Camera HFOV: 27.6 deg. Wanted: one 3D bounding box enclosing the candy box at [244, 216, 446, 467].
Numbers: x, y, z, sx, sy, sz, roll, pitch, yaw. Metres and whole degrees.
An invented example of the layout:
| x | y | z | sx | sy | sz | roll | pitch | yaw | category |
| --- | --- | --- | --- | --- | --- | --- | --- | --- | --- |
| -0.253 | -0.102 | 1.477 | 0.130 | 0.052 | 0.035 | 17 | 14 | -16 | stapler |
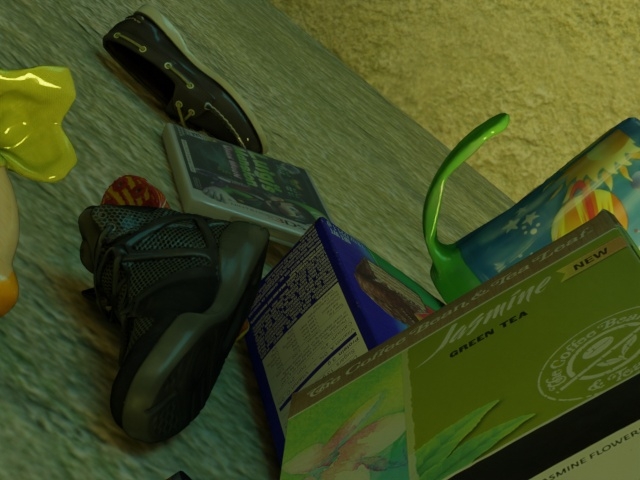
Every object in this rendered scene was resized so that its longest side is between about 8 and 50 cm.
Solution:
| x | y | z | sx | sy | sz | roll | pitch | yaw | category |
| --- | --- | --- | --- | --- | --- | --- | --- | --- | --- |
| 0.091 | 0.153 | 0.995 | 0.268 | 0.122 | 0.317 | 34 | 16 | -26 | candy box |

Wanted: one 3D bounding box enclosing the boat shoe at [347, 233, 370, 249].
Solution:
| x | y | z | sx | sy | sz | roll | pitch | yaw | category |
| --- | --- | --- | --- | --- | --- | --- | --- | --- | --- |
| 0.000 | 0.000 | 1.410 | 0.125 | 0.046 | 0.038 | 28 | -32 | 16 | boat shoe |

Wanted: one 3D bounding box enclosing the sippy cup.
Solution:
| x | y | z | sx | sy | sz | roll | pitch | yaw | category |
| --- | --- | --- | --- | --- | --- | --- | --- | --- | --- |
| 0.252 | 0.025 | 1.125 | 0.305 | 0.224 | 0.240 | 33 | 14 | -41 | sippy cup |

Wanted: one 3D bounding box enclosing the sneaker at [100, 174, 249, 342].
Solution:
| x | y | z | sx | sy | sz | roll | pitch | yaw | category |
| --- | --- | --- | --- | --- | --- | --- | --- | --- | --- |
| -0.121 | 0.019 | 1.032 | 0.175 | 0.064 | 0.067 | 55 | 4 | 27 | sneaker |

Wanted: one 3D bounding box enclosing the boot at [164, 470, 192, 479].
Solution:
| x | y | z | sx | sy | sz | roll | pitch | yaw | category |
| --- | --- | --- | --- | --- | --- | --- | --- | --- | --- |
| -0.062 | 0.202 | 0.592 | 0.219 | 0.106 | 0.082 | 64 | -6 | -34 | boot |

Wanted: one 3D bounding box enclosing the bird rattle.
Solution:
| x | y | z | sx | sy | sz | roll | pitch | yaw | category |
| --- | --- | --- | --- | --- | --- | --- | --- | --- | --- |
| -0.259 | -0.051 | 0.754 | 0.253 | 0.143 | 0.207 | 21 | 40 | -45 | bird rattle |

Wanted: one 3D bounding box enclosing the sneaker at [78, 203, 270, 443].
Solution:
| x | y | z | sx | sy | sz | roll | pitch | yaw | category |
| --- | --- | --- | --- | --- | --- | --- | --- | --- | --- |
| -0.122 | 0.048 | 0.882 | 0.130 | 0.087 | 0.227 | 14 | 34 | 5 | sneaker |

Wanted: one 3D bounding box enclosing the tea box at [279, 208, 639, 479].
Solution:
| x | y | z | sx | sy | sz | roll | pitch | yaw | category |
| --- | --- | --- | --- | --- | --- | --- | --- | --- | --- |
| 0.152 | 0.208 | 0.614 | 0.329 | 0.220 | 0.323 | 56 | 10 | -14 | tea box |

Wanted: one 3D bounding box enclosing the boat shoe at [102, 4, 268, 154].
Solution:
| x | y | z | sx | sy | sz | roll | pitch | yaw | category |
| --- | --- | --- | --- | --- | --- | --- | --- | --- | --- |
| -0.154 | -0.167 | 1.485 | 0.228 | 0.068 | 0.081 | 46 | -25 | 10 | boat shoe |

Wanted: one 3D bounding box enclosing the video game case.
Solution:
| x | y | z | sx | sy | sz | roll | pitch | yaw | category |
| --- | --- | --- | --- | --- | --- | --- | --- | --- | --- |
| -0.071 | -0.053 | 1.346 | 0.173 | 0.022 | 0.190 | 18 | 21 | -22 | video game case |
